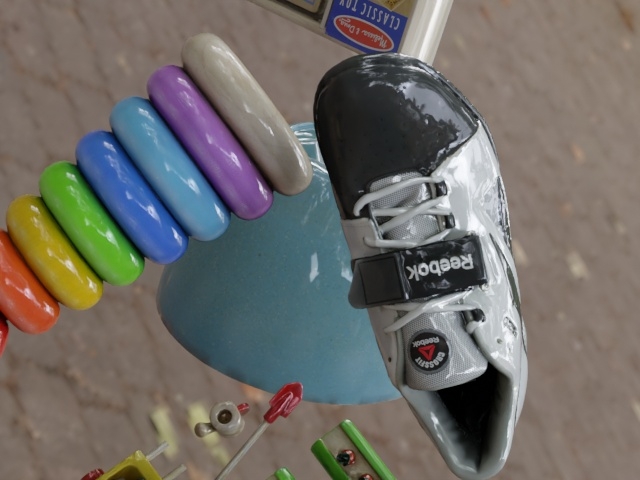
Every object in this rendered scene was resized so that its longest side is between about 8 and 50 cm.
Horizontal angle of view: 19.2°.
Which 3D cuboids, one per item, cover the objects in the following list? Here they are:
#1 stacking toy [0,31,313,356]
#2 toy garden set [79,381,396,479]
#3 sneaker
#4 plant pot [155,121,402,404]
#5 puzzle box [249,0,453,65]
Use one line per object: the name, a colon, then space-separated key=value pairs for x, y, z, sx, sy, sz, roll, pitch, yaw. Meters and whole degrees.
stacking toy: x=-0.171 y=-0.004 z=1.388 sx=0.141 sy=0.330 sz=0.141 roll=53 pitch=-2 yaw=3
toy garden set: x=-0.071 y=0.225 z=1.594 sx=0.204 sy=0.244 sz=0.049 roll=51 pitch=-7 yaw=19
sneaker: x=0.084 y=0.026 z=1.334 sx=0.146 sy=0.122 sz=0.330 roll=-87 pitch=158 yaw=-58
plant pot: x=0.000 y=0.000 z=1.848 sx=0.290 sy=0.195 sz=0.290 roll=12 pitch=26 yaw=-6
puzzle box: x=-0.023 y=-0.344 z=1.707 sx=0.409 sy=0.272 sz=0.052 roll=29 pitch=20 yaw=36
